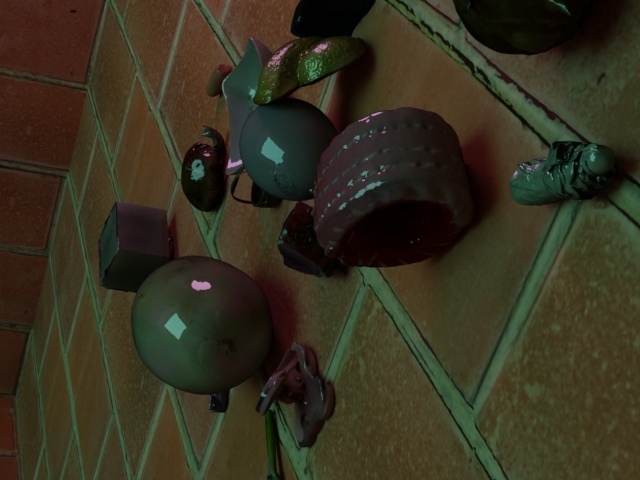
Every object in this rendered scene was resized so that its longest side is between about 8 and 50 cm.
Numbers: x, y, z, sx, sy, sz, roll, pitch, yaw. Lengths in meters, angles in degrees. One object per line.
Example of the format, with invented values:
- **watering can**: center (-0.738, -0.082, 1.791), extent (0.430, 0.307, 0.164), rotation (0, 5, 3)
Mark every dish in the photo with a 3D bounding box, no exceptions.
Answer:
- **dish**: center (-0.109, -0.229, 1.847), extent (0.151, 0.077, 0.212), rotation (-48, 40, 50)

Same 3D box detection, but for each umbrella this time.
- **umbrella**: center (0.235, -0.066, 1.018), extent (0.062, 0.067, 0.143), rotation (-57, 10, -18)

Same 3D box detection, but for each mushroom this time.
- **mushroom**: center (-0.234, -0.143, 2.105), extent (0.135, 0.080, 0.171), rotation (17, 101, 56)

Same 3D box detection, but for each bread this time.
- **bread**: center (-0.021, -0.259, 1.545), extent (0.149, 0.187, 0.065), rotation (8, 127, 58)

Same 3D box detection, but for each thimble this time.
- **thimble**: center (0.086, -0.057, 1.230), extent (0.189, 0.163, 0.125), rotation (-36, 48, 41)

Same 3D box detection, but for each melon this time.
- **melon**: center (-0.197, 0.138, 1.740), extent (0.317, 0.223, 0.223), rotation (-162, 81, -65)

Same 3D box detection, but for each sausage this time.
- **sausage**: center (-0.209, -0.327, 2.165), extent (0.083, 0.034, 0.034), rotation (126, 144, -49)

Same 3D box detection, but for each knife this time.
- **knife**: center (-0.072, 0.343, 1.639), extent (0.022, 0.026, 0.184), rotation (80, -178, -53)

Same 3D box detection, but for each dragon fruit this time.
- **dragon fruit**: center (0.000, 0.000, 1.521), extent (0.147, 0.096, 0.102), rotation (41, -114, -81)

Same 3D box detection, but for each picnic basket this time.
- **picnic basket**: center (-0.110, -0.089, 1.791), extent (0.072, 0.083, 0.072), rotation (-171, 90, -67)

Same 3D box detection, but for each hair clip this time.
- **hair clip**: center (-0.025, 0.222, 1.564), extent (0.123, 0.102, 0.138), rotation (-65, -4, 31)

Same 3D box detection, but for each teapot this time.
- **teapot**: center (0.016, -0.371, 1.600), extent (0.177, 0.087, 0.096), rotation (131, 146, -51)

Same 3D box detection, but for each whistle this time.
- **whistle**: center (-0.179, 0.222, 1.910), extent (0.033, 0.033, 0.177), rotation (173, 105, -66)

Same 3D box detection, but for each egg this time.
- **egg**: center (-0.042, -0.133, 1.571), extent (0.198, 0.146, 0.146), rotation (41, 121, 48)

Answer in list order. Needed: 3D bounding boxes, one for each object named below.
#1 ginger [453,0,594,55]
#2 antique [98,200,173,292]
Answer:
- **ginger**: center (0.230, -0.334, 0.980), extent (0.418, 0.176, 0.254), rotation (125, 142, -54)
- **antique**: center (-0.413, 0.020, 2.373), extent (0.152, 0.148, 0.147), rotation (124, 145, -44)
